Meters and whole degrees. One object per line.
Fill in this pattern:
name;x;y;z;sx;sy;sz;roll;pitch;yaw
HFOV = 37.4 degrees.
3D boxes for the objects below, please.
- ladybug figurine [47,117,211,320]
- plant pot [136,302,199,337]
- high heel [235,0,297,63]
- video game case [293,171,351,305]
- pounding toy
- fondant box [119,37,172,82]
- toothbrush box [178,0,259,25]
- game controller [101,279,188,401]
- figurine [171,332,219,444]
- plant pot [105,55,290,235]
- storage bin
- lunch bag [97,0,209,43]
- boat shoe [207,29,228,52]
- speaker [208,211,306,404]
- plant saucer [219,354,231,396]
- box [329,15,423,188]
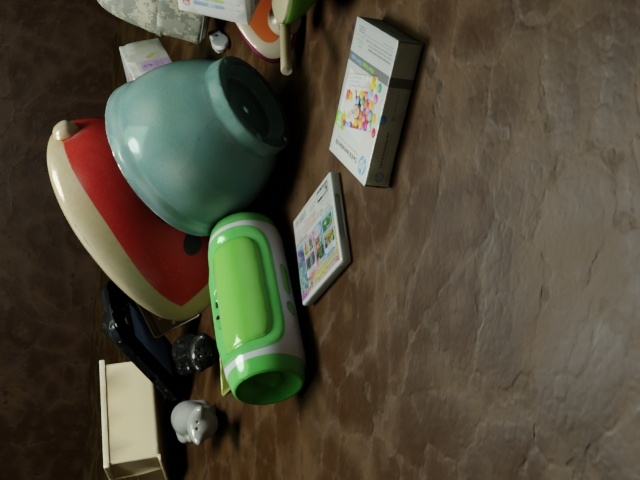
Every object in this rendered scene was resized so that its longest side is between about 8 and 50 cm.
ladybug figurine;-0.296;-0.049;1.656;0.162;0.449;0.305;-24;41;17
plant pot;-0.337;0.151;2.079;0.109;0.109;0.096;60;168;10
high heel;-0.095;-0.442;1.643;0.181;0.127;0.377;69;-169;-69
video game case;0.000;0.000;1.382;0.157;0.019;0.143;129;139;-55
pounding toy;-0.009;-0.382;1.371;0.183;0.110;0.237;-107;18;-50
fondant box;-0.343;-0.244;2.056;0.238;0.096;0.330;-124;21;-58
toothbrush box;-0.123;-0.506;1.433;0.206;0.122;0.283;91;-165;-59
game controller;-0.378;0.219;2.041;0.319;0.067;0.166;61;-167;-48
figurine;-0.231;0.279;1.783;0.209;0.092;0.215;147;124;-76
plant pot;-0.176;-0.180;1.553;0.196;0.293;0.293;-30;53;26
storage bin;-0.418;0.442;2.163;0.260;0.123;0.262;91;169;-53
lunch bag;-0.336;-0.587;1.940;0.305;0.256;0.212;109;170;-53
boat shoe;-0.212;-0.412;1.984;0.100;0.035;0.035;-129;19;-55
speaker;-0.102;0.102;1.481;0.131;0.131;0.296;118;149;-46
plant saucer;-0.133;0.161;1.658;0.188;0.045;0.188;131;138;-58
box;0.067;-0.180;1.213;0.145;0.038;0.186;-126;43;-59
